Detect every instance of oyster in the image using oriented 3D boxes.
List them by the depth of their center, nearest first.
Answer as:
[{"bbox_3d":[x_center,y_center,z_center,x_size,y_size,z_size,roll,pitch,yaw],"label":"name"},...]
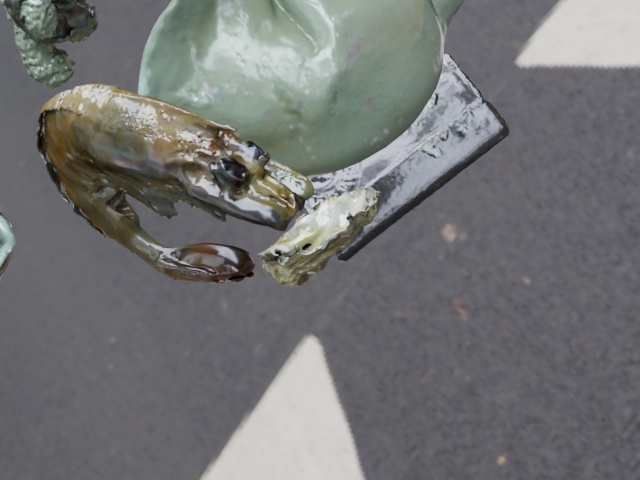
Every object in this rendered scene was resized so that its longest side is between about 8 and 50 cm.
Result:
[{"bbox_3d":[0.003,0.001,1.842,0.209,0.072,0.133,-34,20,13],"label":"oyster"}]

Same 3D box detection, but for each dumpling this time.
[{"bbox_3d":[-0.030,-0.187,1.288,0.212,0.270,0.320,-29,29,49],"label":"dumpling"}]

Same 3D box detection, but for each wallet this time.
[{"bbox_3d":[0.106,-0.126,2.044,0.321,0.044,0.170,-38,69,1],"label":"wallet"}]

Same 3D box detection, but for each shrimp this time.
[{"bbox_3d":[-0.105,-0.027,0.963,0.253,0.173,0.058,22,49,34],"label":"shrimp"}]

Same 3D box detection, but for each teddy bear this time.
[{"bbox_3d":[-0.282,-0.275,1.451,0.213,0.111,0.133,113,173,-46],"label":"teddy bear"}]

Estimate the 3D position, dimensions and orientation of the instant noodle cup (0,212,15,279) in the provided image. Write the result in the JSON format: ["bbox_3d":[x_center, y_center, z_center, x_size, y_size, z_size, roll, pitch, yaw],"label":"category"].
[{"bbox_3d":[-0.475,0.090,1.417,0.308,0.294,0.294,-55,25,18],"label":"instant noodle cup"}]
